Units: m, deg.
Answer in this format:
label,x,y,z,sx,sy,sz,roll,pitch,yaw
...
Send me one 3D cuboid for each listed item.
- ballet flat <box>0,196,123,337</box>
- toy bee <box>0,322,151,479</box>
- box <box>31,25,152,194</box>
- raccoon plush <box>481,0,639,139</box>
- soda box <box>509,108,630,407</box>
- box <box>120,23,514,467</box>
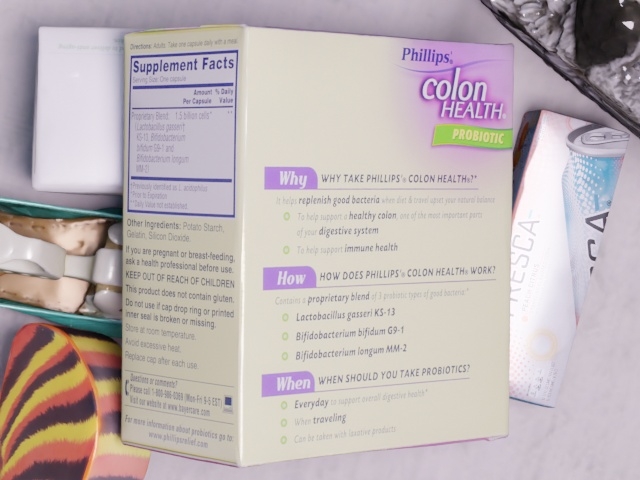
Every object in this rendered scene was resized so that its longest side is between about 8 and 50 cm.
label,x,y,z,sx,sy,sz,roll,pitch,yaw
ballet flat,-0.157,0.016,1.202,0.247,0.087,0.083,7,91,-6
toy bee,-0.155,0.210,1.177,0.162,0.195,0.298,25,117,35
box,-0.125,-0.078,1.202,0.101,0.087,0.102,1,92,-6
raccoon plush,0.299,-0.172,1.193,0.446,0.216,0.299,36,96,-34
soda box,0.140,0.011,1.246,0.063,0.058,0.183,15,91,-6
box,0.000,0.000,1.153,0.214,0.117,0.243,-2,94,-41
